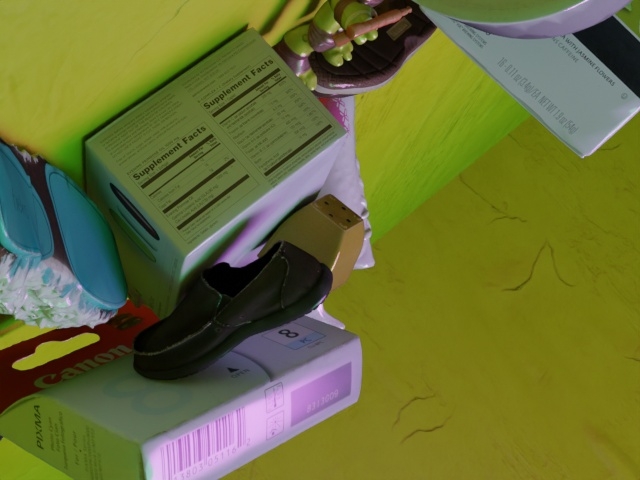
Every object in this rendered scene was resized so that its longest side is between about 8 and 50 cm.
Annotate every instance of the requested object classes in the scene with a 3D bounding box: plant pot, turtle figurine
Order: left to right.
[{"bbox_3d":[0.000,0.000,1.183,0.083,0.081,0.081,-58,165,28],"label":"plant pot"},{"bbox_3d":[0.031,-0.231,1.060,0.217,0.087,0.269,-43,-166,49],"label":"turtle figurine"}]

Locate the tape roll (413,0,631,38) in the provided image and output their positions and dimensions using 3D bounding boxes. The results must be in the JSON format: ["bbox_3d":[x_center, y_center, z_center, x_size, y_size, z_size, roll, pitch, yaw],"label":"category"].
[{"bbox_3d":[0.150,-0.278,0.845,0.246,0.246,0.169,-44,172,17],"label":"tape roll"}]

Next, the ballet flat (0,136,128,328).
[{"bbox_3d":[-0.262,-0.005,0.897,0.147,0.147,0.409,-41,169,-5],"label":"ballet flat"}]

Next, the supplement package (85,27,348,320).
[{"bbox_3d":[-0.115,-0.052,1.146,0.204,0.145,0.262,-39,171,-20],"label":"supplement package"}]

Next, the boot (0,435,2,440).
[{"bbox_3d":[-0.520,0.311,1.329,0.338,0.118,0.223,-30,172,-35],"label":"boot"}]

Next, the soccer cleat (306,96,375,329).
[{"bbox_3d":[0.012,-0.040,1.408,0.116,0.143,0.331,-136,-118,-85],"label":"soccer cleat"}]

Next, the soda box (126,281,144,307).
[{"bbox_3d":[-0.162,-0.015,1.379,0.216,0.074,0.069,-39,172,-19],"label":"soda box"}]

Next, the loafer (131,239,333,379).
[{"bbox_3d":[-0.097,0.058,1.077,0.220,0.078,0.080,-28,-155,15],"label":"loafer"}]

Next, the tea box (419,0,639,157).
[{"bbox_3d":[0.282,-0.304,1.092,0.323,0.220,0.329,-46,-169,21],"label":"tea box"}]

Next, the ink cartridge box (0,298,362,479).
[{"bbox_3d":[-0.197,0.130,1.218,0.308,0.385,0.091,-22,122,-45],"label":"ink cartridge box"}]

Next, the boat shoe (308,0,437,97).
[{"bbox_3d":[0.044,-0.206,1.281,0.257,0.095,0.095,-33,174,-47],"label":"boat shoe"}]
